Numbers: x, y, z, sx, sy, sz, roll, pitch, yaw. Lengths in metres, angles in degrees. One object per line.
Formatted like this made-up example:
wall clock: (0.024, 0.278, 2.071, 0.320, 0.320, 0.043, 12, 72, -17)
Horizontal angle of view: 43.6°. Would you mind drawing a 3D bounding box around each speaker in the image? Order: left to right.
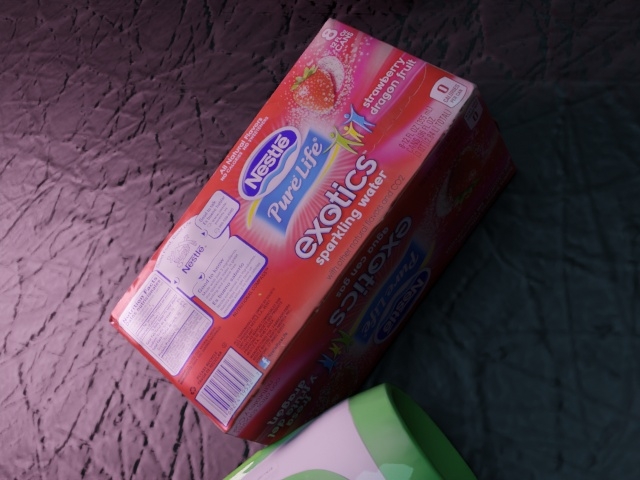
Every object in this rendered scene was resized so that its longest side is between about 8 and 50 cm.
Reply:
speaker: (-0.042, 0.217, 0.475, 0.296, 0.131, 0.131, -40, 59, 6)

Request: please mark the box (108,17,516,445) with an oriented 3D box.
box: (0.000, 0.000, 0.542, 0.128, 0.122, 0.257, 34, 87, 31)
